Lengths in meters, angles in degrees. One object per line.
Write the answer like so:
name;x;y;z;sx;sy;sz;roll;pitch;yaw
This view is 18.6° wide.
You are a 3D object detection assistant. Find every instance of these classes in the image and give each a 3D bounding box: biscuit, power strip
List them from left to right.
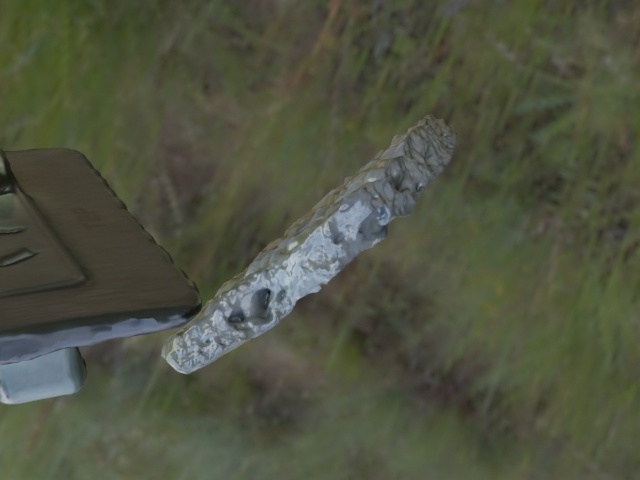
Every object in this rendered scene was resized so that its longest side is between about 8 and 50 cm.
power strip;-0.204;0.034;0.901;0.251;0.257;0.092;-129;32;-58
biscuit;0.000;0.000;1.260;0.040;0.265;0.188;50;158;-5
